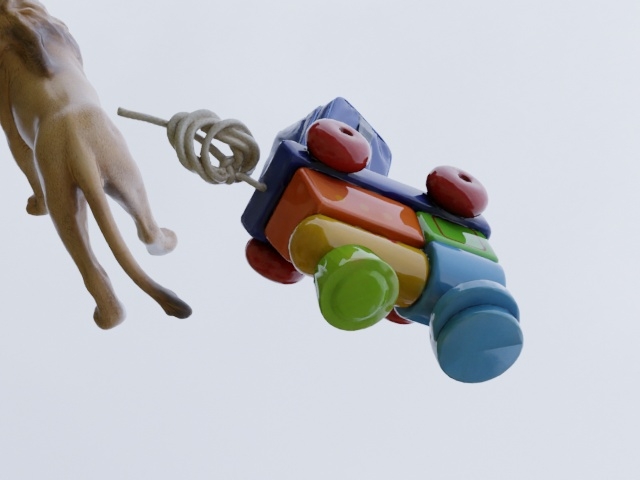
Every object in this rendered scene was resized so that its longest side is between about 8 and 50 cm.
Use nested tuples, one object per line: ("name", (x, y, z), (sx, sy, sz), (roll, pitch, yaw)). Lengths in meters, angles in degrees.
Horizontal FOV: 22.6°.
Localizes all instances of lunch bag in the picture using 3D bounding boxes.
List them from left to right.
("lunch bag", (0.005, -0.044, 1.065), (0.065, 0.098, 0.067), (-32, -63, 34))

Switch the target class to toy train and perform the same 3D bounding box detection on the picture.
("toy train", (0.000, 0.000, 0.933), (0.105, 0.248, 0.143), (-61, -154, 20))

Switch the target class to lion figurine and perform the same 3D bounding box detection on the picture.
("lion figurine", (-0.238, -0.099, 1.471), (0.392, 0.142, 0.240), (38, -28, 46))
